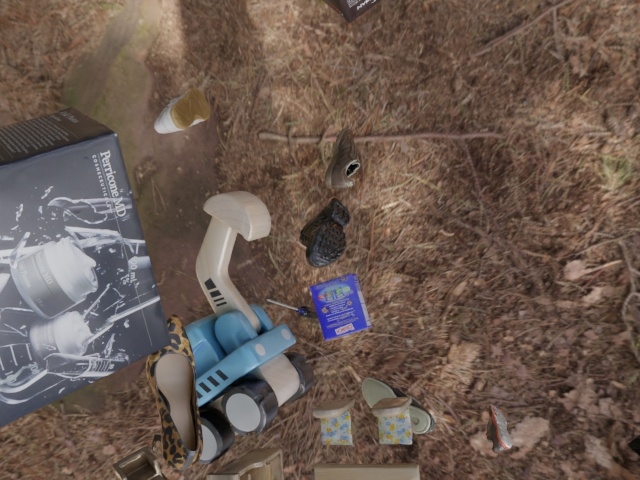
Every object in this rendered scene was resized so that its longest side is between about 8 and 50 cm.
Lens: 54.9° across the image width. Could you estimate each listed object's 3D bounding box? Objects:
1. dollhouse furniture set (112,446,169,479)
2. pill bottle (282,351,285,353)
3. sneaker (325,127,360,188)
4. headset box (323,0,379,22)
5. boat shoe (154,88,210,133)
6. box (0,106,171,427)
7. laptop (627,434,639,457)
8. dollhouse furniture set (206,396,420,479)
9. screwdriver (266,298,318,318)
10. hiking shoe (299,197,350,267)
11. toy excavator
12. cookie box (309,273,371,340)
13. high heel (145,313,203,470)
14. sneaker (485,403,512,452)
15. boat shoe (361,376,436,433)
[{"bbox_3d":[-0.274,0.502,0.841,0.303,0.355,0.174,-24,119,-35],"label":"dollhouse furniture set"},{"bbox_3d":[-0.252,0.413,1.753,0.333,0.188,0.188,-10,80,-12],"label":"pill bottle"},{"bbox_3d":[0.066,-0.193,1.484,0.071,0.066,0.188,7,55,15],"label":"sneaker"},{"bbox_3d":[-0.008,-0.565,1.079,0.110,0.293,0.218,-37,53,1],"label":"headset box"},{"bbox_3d":[-0.408,-0.374,1.800,0.096,0.277,0.098,-19,106,18],"label":"boat shoe"},{"bbox_3d":[-0.408,0.036,0.827,0.312,0.343,0.179,-26,35,-30],"label":"box"},{"bbox_3d":[0.739,0.363,1.195,0.234,0.264,0.137,-38,105,4],"label":"laptop"},{"bbox_3d":[0.004,0.528,1.257,0.394,0.256,0.362,-6,84,16],"label":"dollhouse furniture set"},{"bbox_3d":[-0.053,0.132,1.175,0.024,0.170,0.025,7,83,34],"label":"screwdriver"},{"bbox_3d":[0.000,0.000,1.415,0.086,0.227,0.114,44,125,-15],"label":"hiking shoe"},{"bbox_3d":[-0.198,0.179,1.318,0.433,0.222,0.445,-39,82,27],"label":"toy excavator"},{"bbox_3d":[0.038,0.127,1.179,0.091,0.040,0.107,-18,82,18],"label":"cookie box"},{"bbox_3d":[-0.239,0.255,1.069,0.093,0.186,0.261,7,77,-29],"label":"high heel"},{"bbox_3d":[0.482,0.524,1.718,0.061,0.158,0.065,40,113,-14],"label":"sneaker"},{"bbox_3d":[0.212,0.453,1.692,0.233,0.079,0.084,27,97,36],"label":"boat shoe"}]
